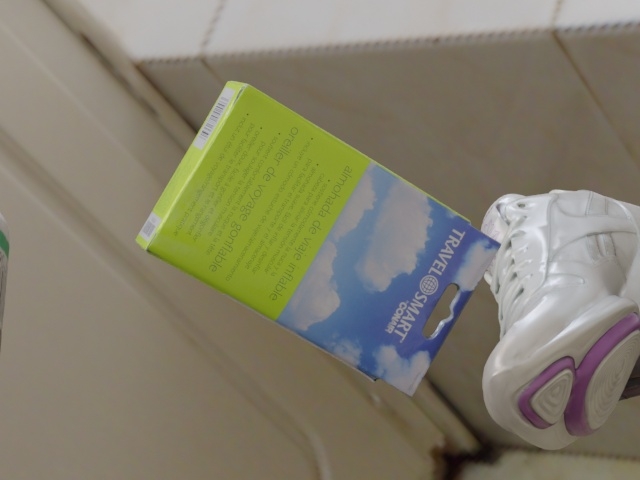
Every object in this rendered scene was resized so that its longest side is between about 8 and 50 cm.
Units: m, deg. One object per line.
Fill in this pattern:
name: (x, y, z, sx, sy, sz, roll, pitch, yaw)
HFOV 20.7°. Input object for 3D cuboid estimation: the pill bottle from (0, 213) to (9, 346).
pill bottle: (-0.306, 0.145, 1.077, 0.204, 0.204, 0.361, -11, 66, 29)

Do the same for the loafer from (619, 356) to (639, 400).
loafer: (0.363, 0.111, 1.840, 0.302, 0.095, 0.109, -8, 30, -25)

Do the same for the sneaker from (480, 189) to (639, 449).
sneaker: (0.156, 0.044, 1.205, 0.152, 0.305, 0.114, 26, 117, 17)

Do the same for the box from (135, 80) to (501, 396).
box: (0.000, 0.000, 0.989, 0.109, 0.178, 0.042, -59, 18, 0)
